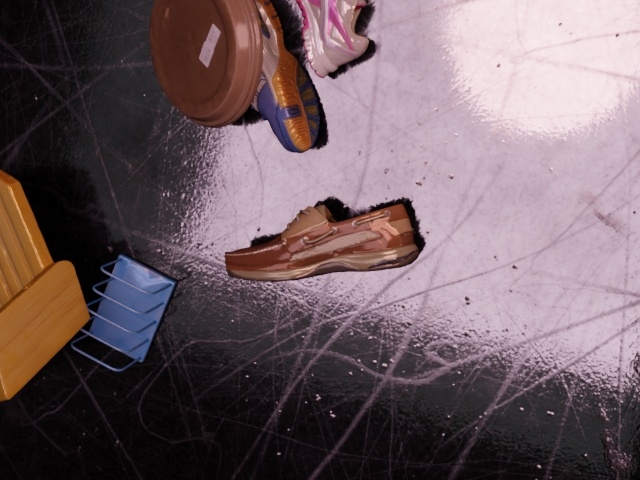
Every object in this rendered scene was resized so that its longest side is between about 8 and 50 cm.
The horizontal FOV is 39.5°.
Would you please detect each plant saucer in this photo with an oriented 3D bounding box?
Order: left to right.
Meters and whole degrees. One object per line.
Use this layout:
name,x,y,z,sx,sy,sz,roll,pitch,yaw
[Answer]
plant saucer,-0.197,-0.321,1.456,0.278,0.041,0.278,15,112,42

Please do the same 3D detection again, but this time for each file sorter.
file sorter,-0.360,0.133,1.606,0.118,0.104,0.170,26,104,9

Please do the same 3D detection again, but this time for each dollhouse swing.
dollhouse swing,-0.638,0.099,1.538,0.347,0.315,0.305,-16,113,34

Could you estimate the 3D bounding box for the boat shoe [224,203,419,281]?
boat shoe,0.000,0.000,1.501,0.324,0.122,0.120,-7,92,6

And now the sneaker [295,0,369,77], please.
sneaker,0.014,-0.398,1.442,0.111,0.103,0.252,-14,102,11

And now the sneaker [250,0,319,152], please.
sneaker,-0.105,-0.273,1.493,0.131,0.112,0.296,-24,87,29
